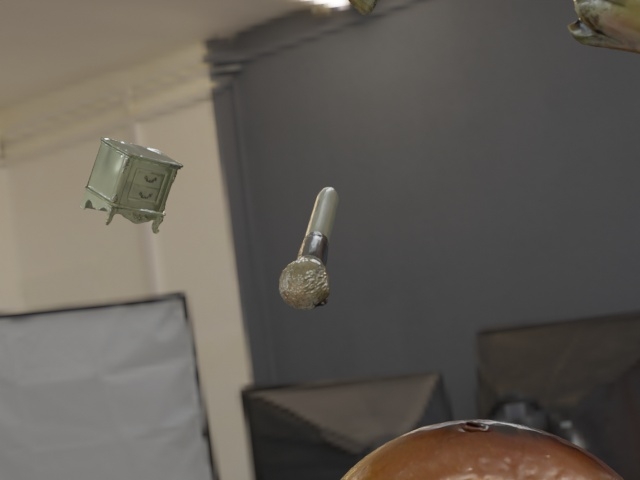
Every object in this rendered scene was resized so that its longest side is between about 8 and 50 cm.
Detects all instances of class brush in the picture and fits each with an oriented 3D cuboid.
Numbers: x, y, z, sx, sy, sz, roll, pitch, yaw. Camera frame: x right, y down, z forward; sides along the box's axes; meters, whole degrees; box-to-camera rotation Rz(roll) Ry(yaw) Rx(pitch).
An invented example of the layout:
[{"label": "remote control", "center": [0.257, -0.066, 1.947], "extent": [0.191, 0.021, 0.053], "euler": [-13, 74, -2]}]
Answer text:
[{"label": "brush", "center": [0.000, 0.000, 1.363], "extent": [0.042, 0.039, 0.299], "euler": [-3, 17, 7]}]

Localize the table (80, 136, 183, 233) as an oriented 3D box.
[{"label": "table", "center": [-0.207, -0.059, 1.684], "extent": [0.079, 0.083, 0.062], "euler": [11, 13, -44]}]

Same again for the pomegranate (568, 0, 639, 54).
[{"label": "pomegranate", "center": [0.295, -0.140, 1.079], "extent": [0.247, 0.202, 0.202], "euler": [19, 1, 21]}]

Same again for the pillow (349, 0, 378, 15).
[{"label": "pillow", "center": [0.063, -0.290, 1.240], "extent": [0.203, 0.113, 0.038], "euler": [-48, -10, 4]}]

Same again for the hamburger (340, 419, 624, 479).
[{"label": "hamburger", "center": [0.084, 0.195, 0.801], "extent": [0.236, 0.237, 0.147], "euler": [-6, -46, -8]}]
